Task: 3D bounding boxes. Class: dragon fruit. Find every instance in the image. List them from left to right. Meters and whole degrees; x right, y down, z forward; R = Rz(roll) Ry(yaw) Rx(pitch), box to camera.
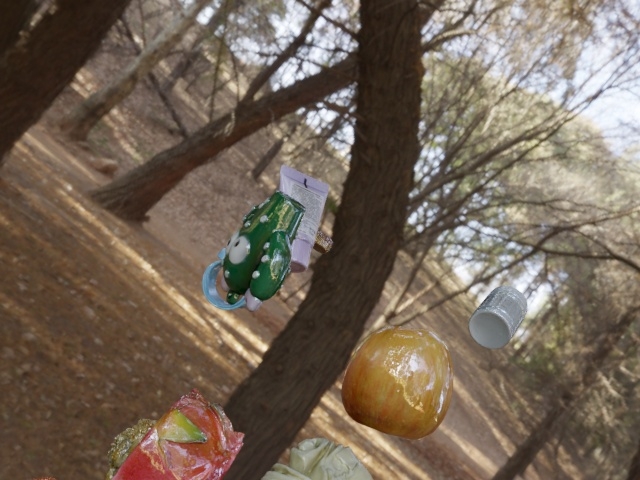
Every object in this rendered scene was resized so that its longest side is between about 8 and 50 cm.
[{"bbox_3d":[-0.291,0.476,1.228,0.189,0.290,0.290,38,-4,3],"label":"dragon fruit"}]

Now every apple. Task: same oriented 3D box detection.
[{"bbox_3d":[0.175,0.311,1.297,0.242,0.240,0.242,18,-9,3],"label":"apple"}]

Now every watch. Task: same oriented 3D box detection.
[{"bbox_3d":[-0.274,0.133,1.867,0.211,0.193,0.211,29,4,-2],"label":"watch"}]

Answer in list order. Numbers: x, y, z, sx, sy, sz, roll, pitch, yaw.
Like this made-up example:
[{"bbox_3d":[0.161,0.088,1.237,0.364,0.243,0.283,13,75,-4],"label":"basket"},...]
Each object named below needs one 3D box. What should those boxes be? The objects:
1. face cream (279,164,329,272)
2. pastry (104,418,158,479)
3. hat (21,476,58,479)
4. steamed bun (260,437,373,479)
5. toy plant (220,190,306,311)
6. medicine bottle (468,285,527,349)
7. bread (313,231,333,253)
[{"bbox_3d":[-0.059,-0.057,1.509,0.154,0.273,0.096,21,-27,-24],"label":"face cream"},{"bbox_3d":[-0.647,0.771,2.014,0.162,0.255,0.310,42,36,-39],"label":"pastry"},{"bbox_3d":[-0.586,0.570,1.161,0.112,0.162,0.094,4,-3,-33],"label":"hat"},{"bbox_3d":[-0.029,0.606,1.401,0.203,0.289,0.275,53,-25,36],"label":"steamed bun"},{"bbox_3d":[-0.120,0.020,1.124,0.113,0.243,0.233,27,-16,-27],"label":"toy plant"},{"bbox_3d":[0.243,0.103,0.785,0.058,0.058,0.091,37,34,17],"label":"medicine bottle"},{"bbox_3d":[0.000,0.000,1.826,0.085,0.053,0.085,31,-16,10],"label":"bread"}]
